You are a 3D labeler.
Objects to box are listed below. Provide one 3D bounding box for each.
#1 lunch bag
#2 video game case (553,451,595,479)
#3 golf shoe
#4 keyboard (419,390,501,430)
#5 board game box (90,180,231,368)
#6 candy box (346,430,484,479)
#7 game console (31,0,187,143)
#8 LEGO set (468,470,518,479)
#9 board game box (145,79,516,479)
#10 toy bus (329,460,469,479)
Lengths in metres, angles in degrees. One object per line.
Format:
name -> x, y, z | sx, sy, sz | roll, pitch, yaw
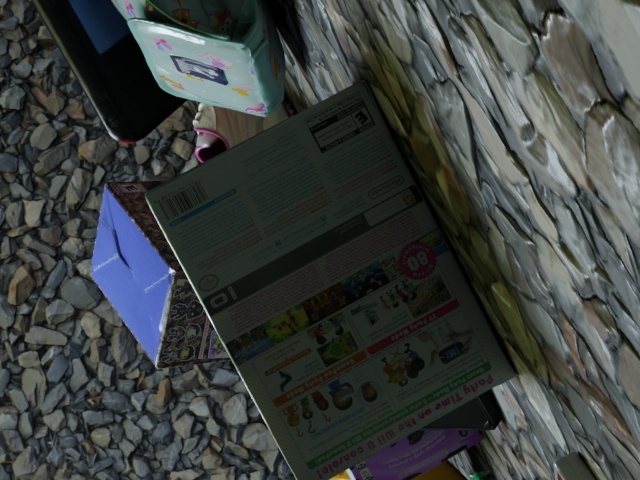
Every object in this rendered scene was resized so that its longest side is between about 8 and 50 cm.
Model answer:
lunch bag -> -0.139, -0.262, 1.515 | 0.262, 0.160, 0.223 | 53, 173, 16
video game case -> 0.276, 0.326, 1.254 | 0.204, 0.025, 0.285 | 59, 174, 32
golf shoe -> -0.126, -0.185, 1.893 | 0.306, 0.140, 0.115 | 60, 176, 37
keyboard -> 0.040, 0.131, 1.562 | 0.317, 0.033, 0.201 | -7, 123, 44
board game box -> -0.117, 0.033, 1.828 | 0.232, 0.291, 0.141 | 45, 130, 46
candy box -> 0.079, 0.195, 1.722 | 0.196, 0.164, 0.070 | 61, 174, 3
game console -> -0.250, -0.344, 1.704 | 0.387, 0.060, 0.342 | 61, -151, -16
LEGO set -> 0.166, 0.399, 1.473 | 0.192, 0.255, 0.331 | 42, -160, -51
board game box -> 0.007, 0.040, 1.284 | 0.303, 0.224, 0.097 | 63, 174, -5
toy bus -> 0.133, 0.356, 1.907 | 0.130, 0.108, 0.333 | -5, 142, 39
